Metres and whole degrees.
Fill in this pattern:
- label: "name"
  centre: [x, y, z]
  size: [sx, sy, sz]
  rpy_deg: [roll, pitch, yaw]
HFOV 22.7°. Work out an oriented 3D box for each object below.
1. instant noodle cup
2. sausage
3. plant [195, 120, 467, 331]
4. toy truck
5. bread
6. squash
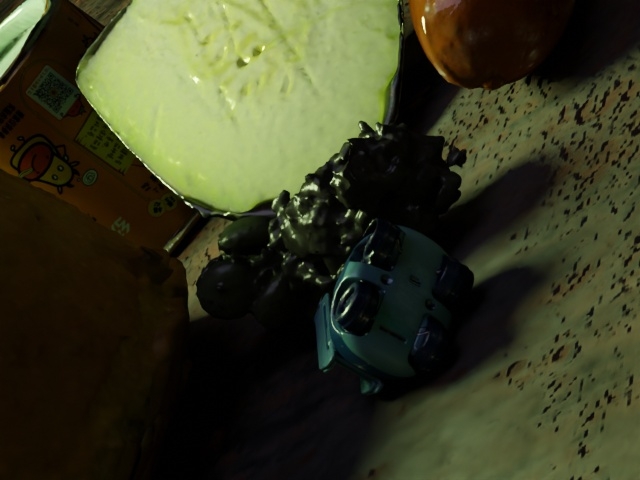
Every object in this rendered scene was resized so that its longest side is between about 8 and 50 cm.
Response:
- label: "instant noodle cup"
  centre: [-0.187, -0.067, 1.168]
  size: [0.216, 0.172, 0.216]
  rpy_deg: [-40, 23, 21]
- label: "sausage"
  centre: [0.100, -0.144, 0.879]
  size: [0.089, 0.089, 0.179]
  rpy_deg: [-34, 15, 31]
- label: "plant"
  centre: [0.000, 0.000, 0.829]
  size: [0.174, 0.085, 0.087]
  rpy_deg: [-32, 65, 33]
- label: "toy truck"
  centre: [0.024, 0.036, 0.752]
  size: [0.090, 0.056, 0.073]
  rpy_deg: [-38, 25, 57]
- label: "bread"
  centre: [-0.233, 0.115, 0.900]
  size: [0.358, 0.204, 0.337]
  rpy_deg: [-25, 25, 48]
- label: "squash"
  centre: [-0.027, -0.125, 0.998]
  size: [0.237, 0.204, 0.155]
  rpy_deg: [-45, -2, 5]
